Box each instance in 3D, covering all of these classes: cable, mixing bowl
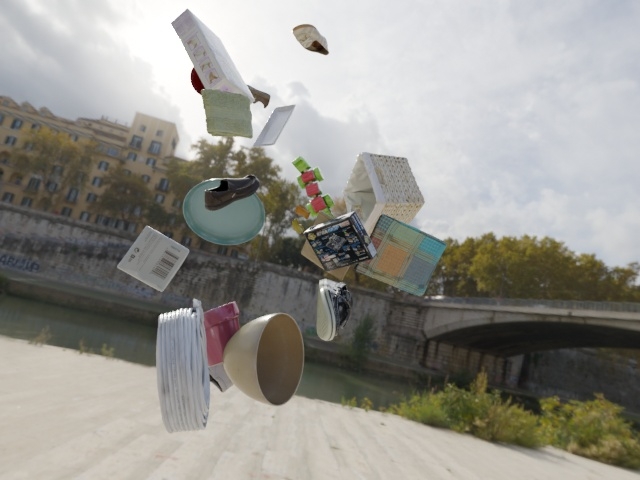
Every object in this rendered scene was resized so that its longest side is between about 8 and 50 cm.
[{"bbox_3d":[-0.292,0.275,0.877,0.089,0.257,0.257,-5,11,-13],"label":"cable"},{"bbox_3d":[-0.551,-0.803,2.050,0.181,0.182,0.098,15,10,-9],"label":"mixing bowl"}]

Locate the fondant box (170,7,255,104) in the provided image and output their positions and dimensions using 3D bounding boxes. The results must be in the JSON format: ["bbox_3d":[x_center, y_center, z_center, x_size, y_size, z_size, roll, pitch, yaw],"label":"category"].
[{"bbox_3d":[-0.413,-0.689,1.592,0.096,0.330,0.238,-32,-10,14],"label":"fondant box"}]

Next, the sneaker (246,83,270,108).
[{"bbox_3d":[-0.334,-0.704,1.986,0.188,0.071,0.066,27,29,11],"label":"sneaker"}]

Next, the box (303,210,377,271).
[{"bbox_3d":[0.068,0.009,1.458,0.220,0.051,0.175,-19,-72,39],"label":"box"}]

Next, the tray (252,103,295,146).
[{"bbox_3d":[-0.221,-0.559,2.016,0.145,0.270,0.030,5,-29,39],"label":"tray"}]

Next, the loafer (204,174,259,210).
[{"bbox_3d":[-0.298,-0.177,1.387,0.080,0.220,0.078,20,-47,38],"label":"loafer"}]

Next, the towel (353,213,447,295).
[{"bbox_3d":[0.351,0.069,1.752,0.370,0.272,0.040,22,7,-24],"label":"towel"}]

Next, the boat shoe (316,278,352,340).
[{"bbox_3d":[0.062,0.278,1.743,0.155,0.187,0.500,6,9,0],"label":"boat shoe"}]

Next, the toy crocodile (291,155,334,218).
[{"bbox_3d":[-0.026,-0.214,1.810,0.115,0.341,0.105,-22,-2,12],"label":"toy crocodile"}]

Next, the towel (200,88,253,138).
[{"bbox_3d":[-0.212,-0.295,0.955,0.027,0.110,0.148,-4,6,35],"label":"towel"}]

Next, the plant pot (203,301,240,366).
[{"bbox_3d":[-0.363,0.333,1.440,0.201,0.180,0.201,-21,-5,-2],"label":"plant pot"}]

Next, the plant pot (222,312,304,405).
[{"bbox_3d":[-0.204,0.384,1.339,0.190,0.284,0.284,-7,-21,27],"label":"plant pot"}]

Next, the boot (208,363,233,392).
[{"bbox_3d":[-0.430,0.489,1.661,0.258,0.123,0.095,53,-38,-3],"label":"boot"}]

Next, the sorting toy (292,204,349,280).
[{"bbox_3d":[0.000,0.000,1.642,0.307,0.229,0.041,33,30,17],"label":"sorting toy"}]

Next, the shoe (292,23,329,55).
[{"bbox_3d":[-0.029,-0.757,1.549,0.076,0.058,0.219,-21,-4,31],"label":"shoe"}]

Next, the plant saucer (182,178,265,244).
[{"bbox_3d":[-0.378,-0.115,1.619,0.317,0.044,0.318,-2,-50,-3],"label":"plant saucer"}]

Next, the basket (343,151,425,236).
[{"bbox_3d":[0.306,-0.221,2.060,0.266,0.328,0.331,-3,-32,-17],"label":"basket"}]

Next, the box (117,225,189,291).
[{"bbox_3d":[-0.343,0.040,0.849,0.102,0.101,0.087,33,-15,-13],"label":"box"}]
